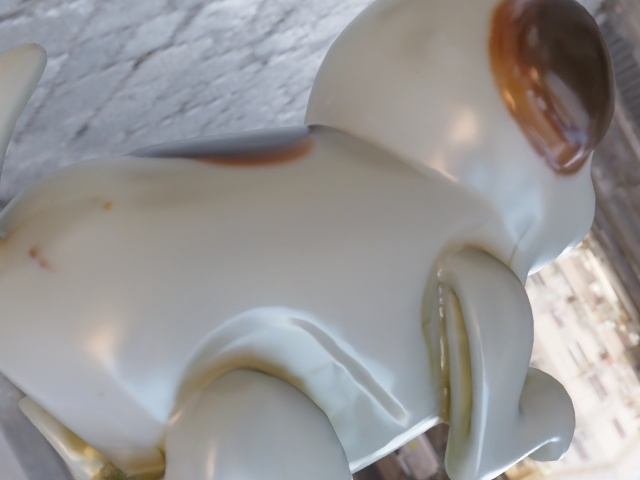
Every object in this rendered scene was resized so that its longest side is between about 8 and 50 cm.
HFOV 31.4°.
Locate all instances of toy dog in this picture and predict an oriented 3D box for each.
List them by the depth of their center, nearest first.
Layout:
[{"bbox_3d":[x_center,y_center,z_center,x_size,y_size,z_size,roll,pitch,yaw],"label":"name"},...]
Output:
[{"bbox_3d":[0.000,0.000,0.710,0.408,0.395,0.284,-39,-165,-17],"label":"toy dog"}]
